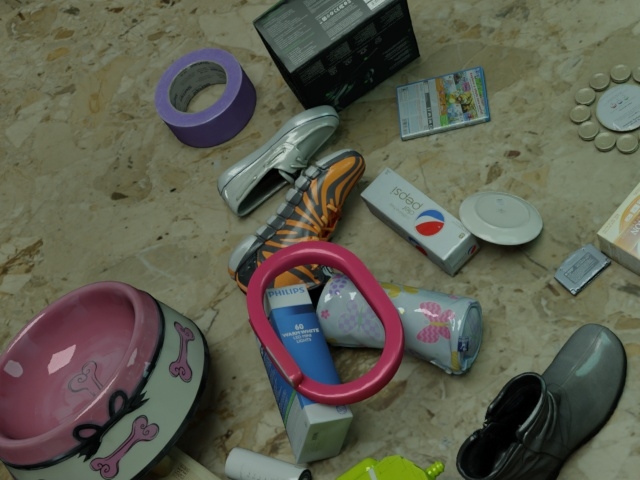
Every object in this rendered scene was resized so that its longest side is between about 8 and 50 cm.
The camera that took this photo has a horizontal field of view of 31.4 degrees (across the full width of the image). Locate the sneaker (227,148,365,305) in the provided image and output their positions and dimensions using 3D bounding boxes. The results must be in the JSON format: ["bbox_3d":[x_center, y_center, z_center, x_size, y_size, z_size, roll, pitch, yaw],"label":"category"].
[{"bbox_3d":[0.000,0.000,1.998,0.321,0.124,0.180,-49,60,3],"label":"sneaker"}]

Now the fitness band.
[{"bbox_3d":[0.007,0.127,1.791,0.209,0.054,0.291,-28,58,-11],"label":"fitness band"}]

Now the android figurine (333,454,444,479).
[{"bbox_3d":[0.087,0.435,1.708,0.273,0.056,0.248,-39,42,11],"label":"android figurine"}]

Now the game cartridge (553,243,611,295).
[{"bbox_3d":[0.425,0.046,1.855,0.083,0.017,0.056,-41,59,-4],"label":"game cartridge"}]

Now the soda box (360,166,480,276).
[{"bbox_3d":[0.172,-0.033,1.966,0.074,0.069,0.216,-45,55,-7],"label":"soda box"}]

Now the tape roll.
[{"bbox_3d":[-0.228,-0.283,2.257,0.189,0.080,0.189,-10,59,17],"label":"tape roll"}]

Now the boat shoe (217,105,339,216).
[{"bbox_3d":[-0.068,-0.144,2.109,0.267,0.096,0.088,-34,60,2],"label":"boat shoe"}]

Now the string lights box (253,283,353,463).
[{"bbox_3d":[-0.033,0.215,1.858,0.077,0.133,0.260,-8,54,-19],"label":"string lights box"}]

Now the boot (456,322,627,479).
[{"bbox_3d":[0.335,0.237,1.657,0.118,0.223,0.338,23,72,31],"label":"boot"}]

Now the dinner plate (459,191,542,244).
[{"bbox_3d":[0.304,-0.043,1.910,0.141,0.017,0.141,4,39,-3],"label":"dinner plate"}]

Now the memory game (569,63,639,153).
[{"bbox_3d":[0.528,-0.230,1.972,0.186,0.012,0.186,-9,59,16],"label":"memory game"}]

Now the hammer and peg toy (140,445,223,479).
[{"bbox_3d":[-0.274,0.453,1.831,0.361,0.127,0.266,29,75,32],"label":"hammer and peg toy"}]

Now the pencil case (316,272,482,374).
[{"bbox_3d":[0.129,0.134,1.864,0.273,0.113,0.124,11,110,25],"label":"pencil case"}]

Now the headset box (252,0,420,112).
[{"bbox_3d":[0.039,-0.364,2.086,0.246,0.283,0.131,-35,71,1],"label":"headset box"}]

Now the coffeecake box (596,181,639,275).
[{"bbox_3d":[0.558,-0.002,1.798,0.185,0.068,0.142,35,78,32],"label":"coffeecake box"}]

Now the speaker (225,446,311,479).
[{"bbox_3d":[-0.086,0.378,1.844,0.136,0.055,0.055,11,67,27],"label":"speaker"}]

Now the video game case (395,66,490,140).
[{"bbox_3d":[0.225,-0.253,2.102,0.166,0.015,0.119,-12,58,15],"label":"video game case"}]

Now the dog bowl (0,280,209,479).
[{"bbox_3d":[-0.393,0.241,1.906,0.408,0.150,0.408,-24,37,19],"label":"dog bowl"}]
